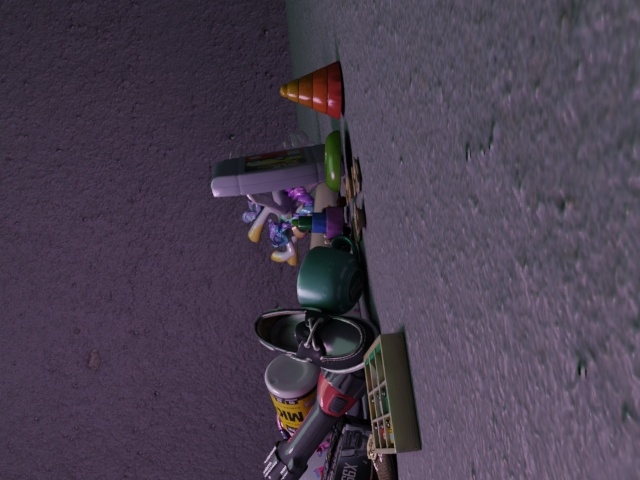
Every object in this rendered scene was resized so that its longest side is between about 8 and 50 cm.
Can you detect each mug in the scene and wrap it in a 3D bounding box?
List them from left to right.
[{"bbox_3d":[0.030,0.069,1.456,0.129,0.098,0.157,5,-85,-62],"label":"mug"}]

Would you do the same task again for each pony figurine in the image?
[{"bbox_3d":[-0.110,-0.114,2.196,0.350,0.303,0.363,59,147,10],"label":"pony figurine"}]

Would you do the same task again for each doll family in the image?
[{"bbox_3d":[0.036,-0.016,1.605,0.111,0.076,0.192,95,164,-51],"label":"doll family"}]

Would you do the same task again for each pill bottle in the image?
[{"bbox_3d":[-0.039,0.347,1.596,0.119,0.119,0.208,-100,-4,-51],"label":"pill bottle"}]

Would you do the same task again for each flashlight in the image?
[{"bbox_3d":[-0.011,0.358,1.480,0.103,0.103,0.304,45,113,29],"label":"flashlight"}]

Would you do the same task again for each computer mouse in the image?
[{"bbox_3d":[0.077,0.389,1.854,0.193,0.042,0.106,-90,1,-66],"label":"computer mouse"}]

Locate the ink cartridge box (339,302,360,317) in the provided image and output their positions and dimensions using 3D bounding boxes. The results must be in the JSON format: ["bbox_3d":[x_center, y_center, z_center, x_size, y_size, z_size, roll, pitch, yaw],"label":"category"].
[{"bbox_3d":[0.028,0.168,1.636,0.067,0.115,0.198,91,173,-59],"label":"ink cartridge box"}]

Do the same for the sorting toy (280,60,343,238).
[{"bbox_3d":[-0.019,-0.186,1.511,0.127,0.126,0.365,118,152,-85],"label":"sorting toy"}]

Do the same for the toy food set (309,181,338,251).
[{"bbox_3d":[0.022,0.016,1.875,0.306,0.093,0.219,94,-179,-63],"label":"toy food set"}]

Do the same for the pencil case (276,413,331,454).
[{"bbox_3d":[-0.005,0.463,1.944,0.167,0.160,0.386,-64,-12,-7],"label":"pencil case"}]

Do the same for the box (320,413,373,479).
[{"bbox_3d":[0.049,0.495,1.543,0.307,0.077,0.242,106,178,-80],"label":"box"}]

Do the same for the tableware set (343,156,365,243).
[{"bbox_3d":[0.064,-0.073,1.411,0.168,0.020,0.141,103,160,-78],"label":"tableware set"}]

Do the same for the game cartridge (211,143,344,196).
[{"bbox_3d":[-0.099,-0.159,1.675,0.196,0.295,0.060,-107,7,-67],"label":"game cartridge"}]

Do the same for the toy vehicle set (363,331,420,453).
[{"bbox_3d":[0.106,0.246,1.154,0.267,0.035,0.165,96,167,-74],"label":"toy vehicle set"}]

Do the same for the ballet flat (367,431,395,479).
[{"bbox_3d":[0.104,0.442,1.338,0.084,0.058,0.249,-100,4,-60],"label":"ballet flat"}]

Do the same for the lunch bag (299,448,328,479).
[{"bbox_3d":[0.009,0.698,1.959,0.262,0.224,0.160,-101,-2,-50],"label":"lunch bag"}]

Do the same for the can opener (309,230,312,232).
[{"bbox_3d":[0.000,0.000,2.297,0.186,0.073,0.059,-113,23,-46],"label":"can opener"}]

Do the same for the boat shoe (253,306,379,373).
[{"bbox_3d":[-0.016,0.185,1.405,0.303,0.091,0.114,-9,62,49],"label":"boat shoe"}]
